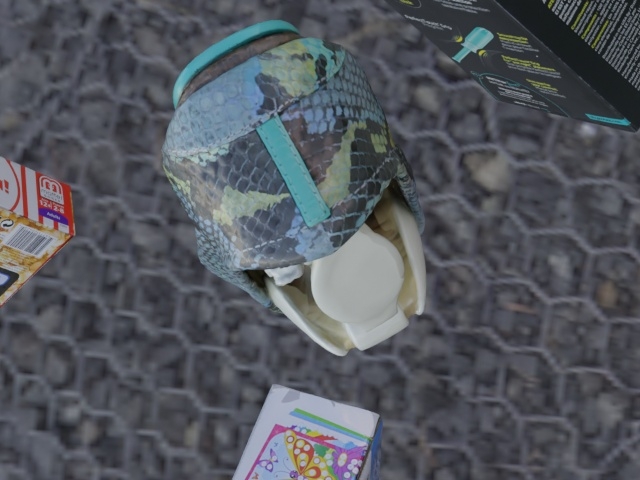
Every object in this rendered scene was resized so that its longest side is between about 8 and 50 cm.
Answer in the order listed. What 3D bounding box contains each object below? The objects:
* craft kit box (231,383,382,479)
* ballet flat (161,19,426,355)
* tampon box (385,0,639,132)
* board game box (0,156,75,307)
[{"bbox_3d":[-0.038,0.228,0.834,0.061,0.250,0.247,14,56,9],"label":"craft kit box"},{"bbox_3d":[0.000,0.000,0.523,0.070,0.188,0.070,-2,80,10],"label":"ballet flat"},{"bbox_3d":[0.117,-0.150,1.087,0.120,0.161,0.101,21,79,48],"label":"tampon box"},{"bbox_3d":[-0.265,0.013,1.180,0.193,0.147,0.045,-41,42,30],"label":"board game box"}]
